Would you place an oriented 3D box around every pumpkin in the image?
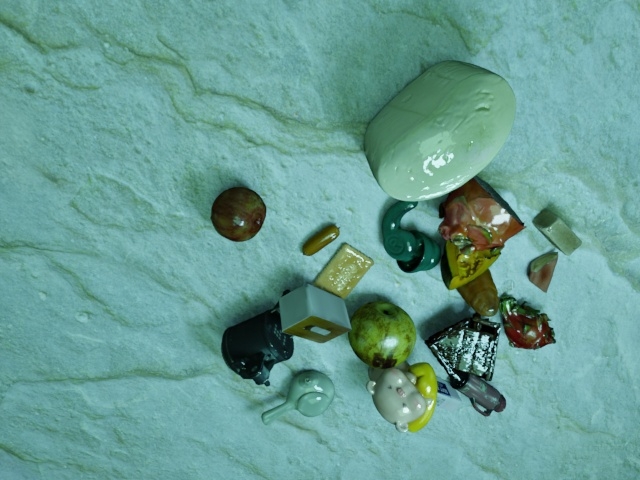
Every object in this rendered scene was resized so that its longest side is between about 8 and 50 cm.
[{"bbox_3d":[0.533,0.078,1.727,0.312,0.169,0.148,-19,145,-35],"label":"pumpkin"}]

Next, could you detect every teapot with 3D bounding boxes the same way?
[{"bbox_3d":[-0.083,0.712,1.947,0.318,0.149,0.220,-43,112,12],"label":"teapot"}]

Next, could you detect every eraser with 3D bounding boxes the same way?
[{"bbox_3d":[0.496,0.672,2.020,0.287,0.130,0.086,25,112,-19],"label":"eraser"}]

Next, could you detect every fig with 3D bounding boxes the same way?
[{"bbox_3d":[-0.293,-0.090,1.528,0.205,0.205,0.205,-3,116,-6],"label":"fig"}]

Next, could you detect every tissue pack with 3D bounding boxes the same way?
[{"bbox_3d":[-0.022,0.284,1.697,0.159,0.136,0.246,-32,141,27],"label":"tissue pack"}]

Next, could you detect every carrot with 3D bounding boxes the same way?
[{"bbox_3d":[0.645,0.214,1.774,0.159,0.225,0.159,-1,116,-2],"label":"carrot"}]

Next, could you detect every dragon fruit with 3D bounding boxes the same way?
[{"bbox_3d":[0.885,0.347,1.899,0.200,0.198,0.269,-16,103,12],"label":"dragon fruit"},{"bbox_3d":[0.549,-0.081,1.591,0.305,0.305,0.226,32,115,-20],"label":"dragon fruit"}]

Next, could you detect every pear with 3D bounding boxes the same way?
[{"bbox_3d":[0.241,0.381,1.772,0.283,0.283,0.284,-3,116,-6],"label":"pear"}]

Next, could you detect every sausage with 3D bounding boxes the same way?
[{"bbox_3d":[0.000,0.000,1.673,0.183,0.054,0.062,-33,87,11],"label":"sausage"}]

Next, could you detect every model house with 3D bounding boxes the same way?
[{"bbox_3d":[0.590,0.444,1.899,0.282,0.317,0.297,7,82,13],"label":"model house"}]

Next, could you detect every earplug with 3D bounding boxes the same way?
[{"bbox_3d":[0.352,-0.003,1.688,0.280,0.164,0.257,21,74,-29],"label":"earplug"}]

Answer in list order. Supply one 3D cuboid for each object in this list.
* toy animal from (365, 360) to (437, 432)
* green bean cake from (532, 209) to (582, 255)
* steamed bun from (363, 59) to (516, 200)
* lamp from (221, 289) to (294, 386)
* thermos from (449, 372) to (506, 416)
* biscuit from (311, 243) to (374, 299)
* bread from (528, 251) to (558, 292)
[{"bbox_3d":[0.316,0.596,1.819,0.246,0.345,0.277,12,122,-40],"label":"toy animal"},{"bbox_3d":[0.935,-0.031,1.754,0.179,0.109,0.085,38,106,-22],"label":"green bean cake"},{"bbox_3d":[0.370,-0.323,1.395,0.456,0.371,0.290,-40,115,15],"label":"steamed bun"},{"bbox_3d":[-0.247,0.394,1.734,0.272,0.374,0.205,-14,122,32],"label":"lamp"},{"bbox_3d":[0.757,0.723,2.074,0.330,0.136,0.109,35,116,-21],"label":"thermos"},{"bbox_3d":[0.085,0.141,1.763,0.160,0.030,0.250,32,108,-20],"label":"biscuit"},{"bbox_3d":[0.919,0.133,1.853,0.119,0.067,0.192,-1,117,-16],"label":"bread"}]
